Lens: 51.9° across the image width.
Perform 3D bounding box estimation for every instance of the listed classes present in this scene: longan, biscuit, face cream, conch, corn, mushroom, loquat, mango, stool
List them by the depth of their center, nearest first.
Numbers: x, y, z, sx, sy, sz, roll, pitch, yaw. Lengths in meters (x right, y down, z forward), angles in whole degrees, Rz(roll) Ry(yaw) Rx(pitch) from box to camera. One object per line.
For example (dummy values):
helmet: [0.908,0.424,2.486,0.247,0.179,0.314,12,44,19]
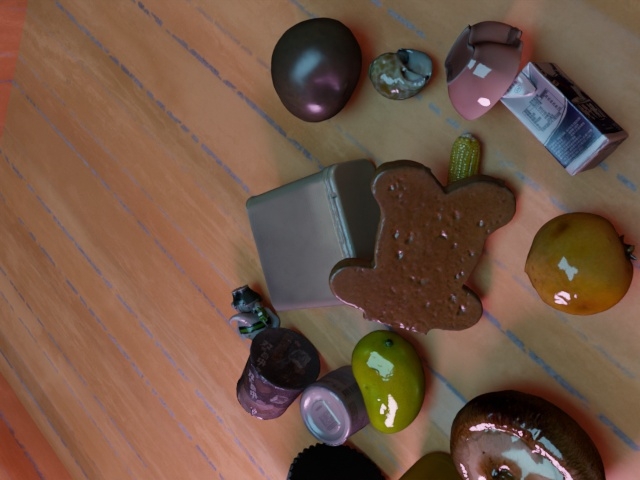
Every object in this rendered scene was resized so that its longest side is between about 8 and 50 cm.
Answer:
loquat: [0.513,0.046,1.305,0.208,0.208,0.208,11,108,37]
mushroom: [0.451,0.488,1.470,0.345,0.239,0.345,2,98,18]
biscuit: [0.220,0.018,1.493,0.368,0.076,0.393,11,110,-4]
corn: [0.322,-0.143,1.496,0.067,0.067,0.206,20,115,34]
conch: [0.181,-0.382,1.529,0.173,0.106,0.116,-1,80,21]
longan: [-0.008,-0.419,1.596,0.246,0.215,0.246,34,144,30]
mango: [0.182,0.359,1.683,0.186,0.149,0.272,-15,97,33]
face cream: [0.052,0.451,1.809,0.177,0.153,0.177,12,110,36]
stool: [0.007,0.791,1.850,0.297,0.297,0.330,38,126,26]

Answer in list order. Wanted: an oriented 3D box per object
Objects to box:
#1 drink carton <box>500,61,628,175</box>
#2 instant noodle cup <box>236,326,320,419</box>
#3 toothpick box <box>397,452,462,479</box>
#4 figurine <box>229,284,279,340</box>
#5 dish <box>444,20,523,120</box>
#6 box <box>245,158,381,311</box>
drink carton: [0.476,-0.245,1.299,0.222,0.134,0.102,52,130,18]
instant noodle cup: [-0.136,0.397,1.919,0.217,0.217,0.207,47,133,20]
toothpick box: [0.248,0.658,1.621,0.175,0.271,0.174,11,108,37]
figurine: [-0.208,0.232,1.990,0.147,0.126,0.192,-20,100,22]
dish: [0.318,-0.364,1.350,0.091,0.213,0.213,22,125,-16]
box: [0.000,0.000,1.724,0.344,0.177,0.351,-13,94,42]
